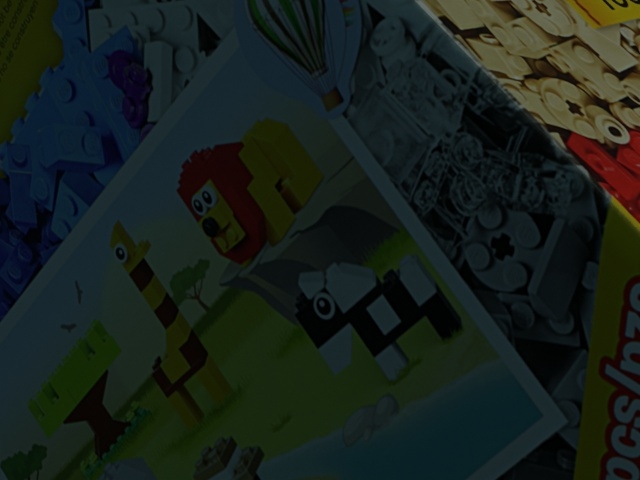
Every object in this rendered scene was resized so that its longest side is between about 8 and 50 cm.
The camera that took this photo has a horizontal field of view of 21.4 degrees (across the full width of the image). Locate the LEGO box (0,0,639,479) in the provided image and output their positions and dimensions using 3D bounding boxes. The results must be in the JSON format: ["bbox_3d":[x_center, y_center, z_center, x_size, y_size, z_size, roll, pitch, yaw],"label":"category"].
[{"bbox_3d":[0.003,0.128,0.605,0.372,0.500,0.193,48,37,19],"label":"LEGO box"}]
